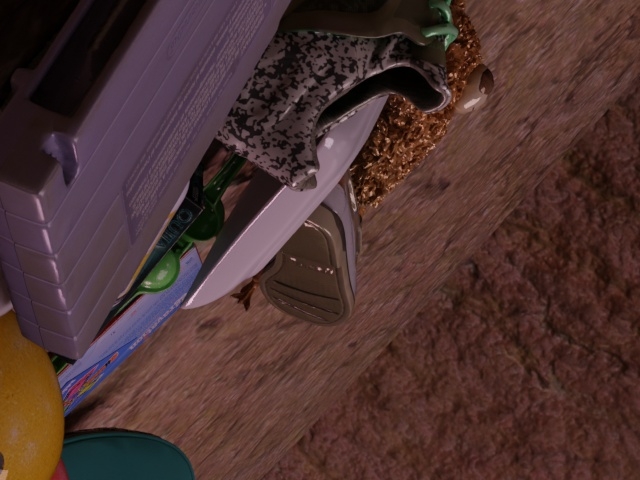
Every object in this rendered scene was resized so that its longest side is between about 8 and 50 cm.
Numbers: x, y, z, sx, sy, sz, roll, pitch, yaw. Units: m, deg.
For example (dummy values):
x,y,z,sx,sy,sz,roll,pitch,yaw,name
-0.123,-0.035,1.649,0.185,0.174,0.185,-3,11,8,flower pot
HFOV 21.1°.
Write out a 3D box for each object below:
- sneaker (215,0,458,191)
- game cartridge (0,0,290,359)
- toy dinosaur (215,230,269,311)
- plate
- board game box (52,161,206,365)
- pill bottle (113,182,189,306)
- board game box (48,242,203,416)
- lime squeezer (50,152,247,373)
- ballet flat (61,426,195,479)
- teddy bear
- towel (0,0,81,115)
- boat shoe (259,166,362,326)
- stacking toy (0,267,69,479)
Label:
x,y,z,sx,sy,sz,roll,pitch,yaw,name
0.055,-0.181,1.398,0.410,0.182,0.158,-42,168,-18,sneaker
-0.099,-0.119,1.078,0.230,0.068,0.355,102,14,-63,game cartridge
-0.067,0.017,1.946,0.112,0.064,0.211,-50,168,13,toy dinosaur
-0.007,-0.084,1.581,0.277,0.045,0.278,-49,-170,42,plate
-0.169,0.013,1.526,0.186,0.026,0.126,-48,-164,14,board game box
-0.163,-0.035,1.324,0.103,0.103,0.184,-33,162,-49,pill bottle
-0.230,0.111,1.779,0.281,0.027,0.145,-44,167,-10,board game box
-0.142,0.010,1.614,0.310,0.059,0.110,-47,-164,13,lime squeezer
-0.342,0.320,1.865,0.182,0.164,0.483,-28,174,33,ballet flat
0.100,-0.129,1.924,0.245,0.113,0.338,-34,164,-53,teddy bear
-0.156,-0.136,1.197,0.148,0.027,0.110,-48,167,16,towel
0.000,0.000,1.857,0.302,0.113,0.103,98,12,-66,boat shoe
-0.295,0.144,1.191,0.351,0.351,0.479,-31,143,-52,stacking toy
